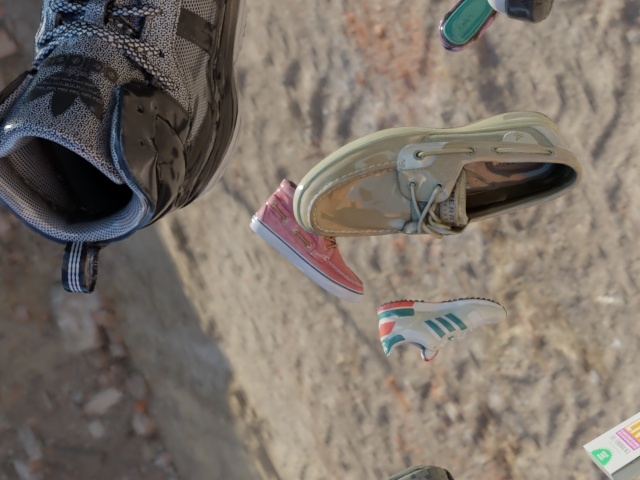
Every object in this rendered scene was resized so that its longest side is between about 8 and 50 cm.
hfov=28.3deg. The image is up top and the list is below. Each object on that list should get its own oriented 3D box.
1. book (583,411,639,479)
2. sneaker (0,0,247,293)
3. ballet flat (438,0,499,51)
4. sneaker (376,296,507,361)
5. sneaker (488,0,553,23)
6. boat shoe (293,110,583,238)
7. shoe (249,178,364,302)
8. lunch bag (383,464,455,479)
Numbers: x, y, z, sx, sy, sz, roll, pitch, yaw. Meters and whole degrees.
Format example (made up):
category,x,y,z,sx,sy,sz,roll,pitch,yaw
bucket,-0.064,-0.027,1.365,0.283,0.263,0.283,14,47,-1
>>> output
category,x,y,z,sx,sy,sz,roll,pitch,yaw
book,0.435,0.265,1.698,0.035,0.144,0.096,60,177,-19
sneaker,-0.092,-0.105,0.566,0.101,0.153,0.268,8,124,11
ballet flat,0.252,-0.363,1.858,0.077,0.221,0.079,42,-179,-2
sneaker,0.150,0.113,1.563,0.057,0.161,0.075,101,167,-74
sneaker,0.115,-0.400,1.263,0.169,0.258,0.447,85,-172,-59
boat shoe,0.123,-0.057,1.330,0.098,0.302,0.109,-113,13,-53
shoe,0.000,0.000,1.634,0.178,0.081,0.063,38,-166,3
lunch bag,0.086,0.392,1.243,0.256,0.213,0.305,58,167,23
